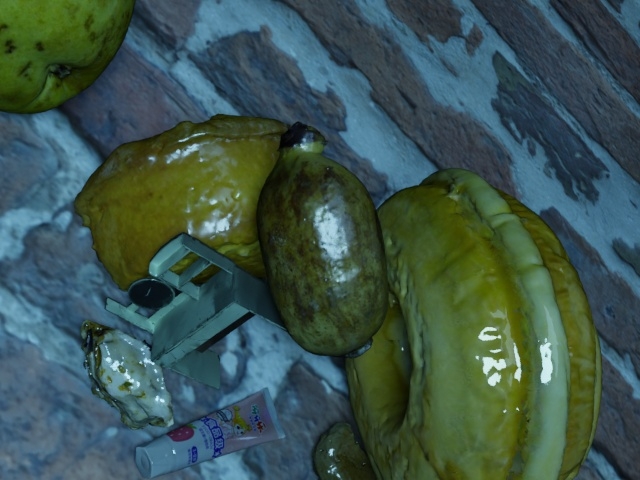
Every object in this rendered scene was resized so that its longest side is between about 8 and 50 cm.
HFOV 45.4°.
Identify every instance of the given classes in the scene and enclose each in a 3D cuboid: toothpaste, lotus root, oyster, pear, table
[{"bbox_3d":[-0.127,0.236,0.922,0.194,0.043,0.067,-12,75,-42],"label":"toothpaste"},{"bbox_3d":[0.000,0.000,0.833,0.128,0.145,0.260,-18,97,-34],"label":"lotus root"},{"bbox_3d":[-0.229,0.155,0.876,0.103,0.051,0.148,-2,64,-62],"label":"oyster"},{"bbox_3d":[-0.351,-0.291,0.843,0.304,0.304,0.304,13,64,-29],"label":"pear"},{"bbox_3d":[-0.137,0.088,0.881,0.175,0.146,0.062,33,34,-33],"label":"table"}]

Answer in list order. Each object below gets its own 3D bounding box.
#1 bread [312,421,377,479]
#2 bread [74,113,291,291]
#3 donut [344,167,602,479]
[{"bbox_3d":[0.033,0.297,0.988,0.113,0.060,0.082,52,52,-3],"label":"bread"},{"bbox_3d":[-0.115,-0.051,0.958,0.340,0.179,0.194,-5,74,-34],"label":"bread"},{"bbox_3d":[0.155,0.136,0.899,0.198,0.449,0.449,2,69,-16],"label":"donut"}]
